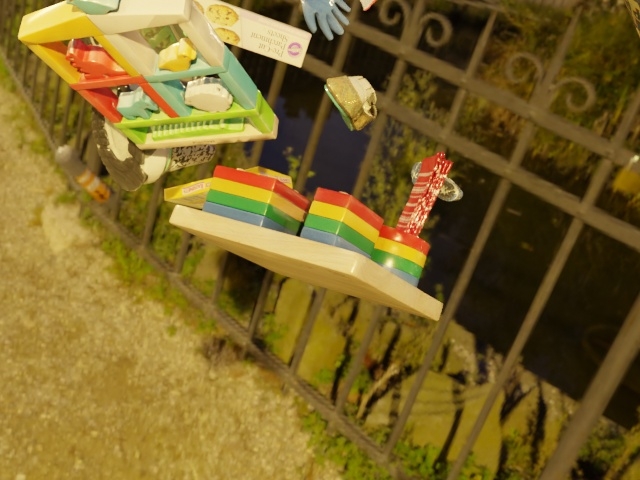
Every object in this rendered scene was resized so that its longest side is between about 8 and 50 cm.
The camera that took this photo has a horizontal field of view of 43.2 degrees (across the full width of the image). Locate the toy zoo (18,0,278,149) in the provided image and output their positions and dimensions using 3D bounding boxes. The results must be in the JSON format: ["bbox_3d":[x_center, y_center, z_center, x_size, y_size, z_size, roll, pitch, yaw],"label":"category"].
[{"bbox_3d":[-0.186,-0.185,0.881,0.192,0.030,0.293,-2,-23,20],"label":"toy zoo"}]

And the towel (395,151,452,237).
[{"bbox_3d":[0.153,-0.027,1.449,0.031,0.275,0.199,25,2,-2],"label":"towel"}]

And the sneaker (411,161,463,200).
[{"bbox_3d":[0.248,-0.120,1.719,0.058,0.052,0.135,8,27,-48],"label":"sneaker"}]

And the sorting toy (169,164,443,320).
[{"bbox_3d":[0.000,0.000,0.980,0.257,0.089,0.255,15,-8,32],"label":"sorting toy"}]

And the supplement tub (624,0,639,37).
[{"bbox_3d":[0.498,-0.315,0.982,0.235,0.235,0.325,39,5,38],"label":"supplement tub"}]

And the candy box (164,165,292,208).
[{"bbox_3d":[-0.163,-0.091,1.421,0.205,0.027,0.105,-10,-9,29],"label":"candy box"}]

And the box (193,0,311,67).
[{"bbox_3d":[-0.177,-0.386,1.416,0.324,0.067,0.063,15,16,-21],"label":"box"}]

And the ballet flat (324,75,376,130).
[{"bbox_3d":[0.093,-0.384,2.181,0.123,0.123,0.348,23,-1,11],"label":"ballet flat"}]

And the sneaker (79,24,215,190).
[{"bbox_3d":[-0.244,-0.282,1.184,0.158,0.411,0.182,-1,7,45],"label":"sneaker"}]

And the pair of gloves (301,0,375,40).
[{"bbox_3d":[0.038,-0.488,1.537,0.198,0.159,0.023,-42,35,-12],"label":"pair of gloves"}]
